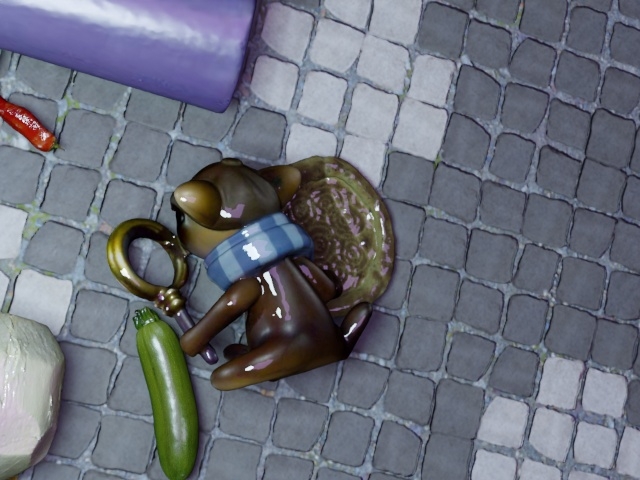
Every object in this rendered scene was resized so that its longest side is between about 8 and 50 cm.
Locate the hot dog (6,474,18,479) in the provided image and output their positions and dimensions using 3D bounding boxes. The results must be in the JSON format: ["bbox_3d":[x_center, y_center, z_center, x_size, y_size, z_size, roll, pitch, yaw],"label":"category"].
[{"bbox_3d":[-0.484,0.344,1.697,0.137,0.028,0.044,-25,87,-17],"label":"hot dog"}]

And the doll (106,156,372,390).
[{"bbox_3d":[-0.107,0.056,1.753,0.318,0.209,0.339,-26,92,-29],"label":"doll"}]

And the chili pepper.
[{"bbox_3d":[-0.436,-0.179,1.746,0.178,0.045,0.027,43,66,-4],"label":"chili pepper"}]

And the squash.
[{"bbox_3d":[-0.217,0.219,1.772,0.069,0.069,0.258,-10,89,-18],"label":"squash"}]

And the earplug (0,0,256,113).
[{"bbox_3d":[-0.325,-0.328,1.715,0.456,0.215,0.215,12,82,-13],"label":"earplug"}]

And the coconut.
[{"bbox_3d":[-0.449,0.211,1.617,0.227,0.227,0.230,11,75,-17],"label":"coconut"}]

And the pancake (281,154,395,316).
[{"bbox_3d":[0.000,0.000,1.877,0.250,0.031,0.250,1,86,-18],"label":"pancake"}]
